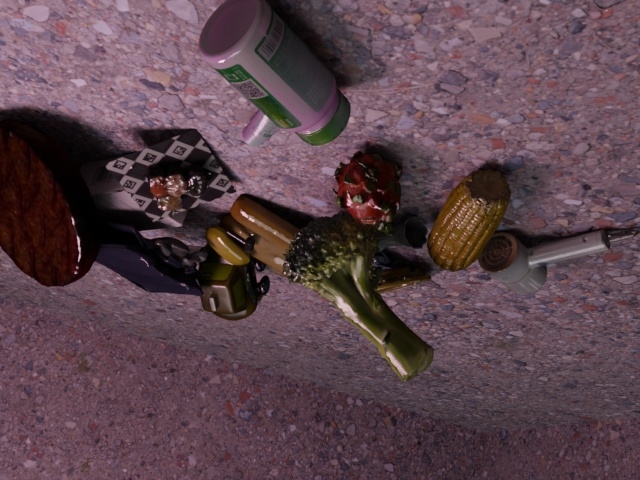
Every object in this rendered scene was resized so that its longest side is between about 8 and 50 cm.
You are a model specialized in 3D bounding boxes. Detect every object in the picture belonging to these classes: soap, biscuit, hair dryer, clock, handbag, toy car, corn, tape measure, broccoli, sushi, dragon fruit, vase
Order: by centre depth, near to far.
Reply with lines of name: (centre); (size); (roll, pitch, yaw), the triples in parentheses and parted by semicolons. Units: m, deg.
dragon fruit: (0.110, -0.094, 1.483); (0.135, 0.137, 0.236); (4, 158, 32)
corn: (0.313, -0.037, 1.532); (0.131, 0.131, 0.344); (11, 155, 2)
broccoli: (0.075, 0.107, 1.571); (0.353, 0.397, 0.275); (20, 124, -30)
sushi: (-0.328, -0.122, 1.593); (0.220, 0.047, 0.231); (-20, 144, 6)
hair dryer: (0.559, 0.030, 1.626); (0.357, 0.107, 0.173); (-17, 147, 38)
biscuit: (-0.666, -0.086, 1.672); (0.407, 0.091, 0.407); (19, 124, 31)
vase: (0.179, -0.009, 1.727); (0.081, 0.081, 0.149); (28, 155, -33)
hair dryer: (-0.205, -0.007, 1.816); (0.083, 0.026, 0.047); (34, 152, 6)
handbag: (-0.445, 0.042, 1.832); (0.269, 0.118, 0.326); (6, 161, 31)
biscuit: (-0.124, 0.005, 1.852); (0.291, 0.062, 0.237); (34, 154, -11)
soap: (-0.246, 0.017, 1.868); (0.140, 0.045, 0.089); (45, 149, -20)
tape measure: (0.143, 0.053, 1.912); (0.094, 0.054, 0.091); (13, 163, -33)
clock: (0.188, 0.110, 1.959); (0.237, 0.057, 0.237); (-13, 174, -1)
toy car: (-0.268, 0.127, 2.011); (0.204, 0.198, 0.248); (4, 125, 16)

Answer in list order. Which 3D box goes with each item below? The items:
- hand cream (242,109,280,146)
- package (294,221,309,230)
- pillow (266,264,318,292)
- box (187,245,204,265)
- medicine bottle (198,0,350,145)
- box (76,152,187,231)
hand cream: (-0.089, -0.239, 1.367); (0.076, 0.047, 0.174); (24, 146, -26)
package: (0.000, 0.000, 1.898); (0.083, 0.022, 0.200); (-10, 150, 43)
pillow: (-0.003, 0.106, 2.077); (0.302, 0.075, 0.185); (28, 151, -27)
box: (-0.367, 0.047, 2.151); (0.207, 0.050, 0.041); (5, 158, 16)
medicine bottle: (-0.063, -0.267, 1.163); (0.133, 0.133, 0.274); (-6, 151, 36)
box: (-0.500, -0.109, 1.781); (0.299, 0.106, 0.200); (-4, 153, 36)
